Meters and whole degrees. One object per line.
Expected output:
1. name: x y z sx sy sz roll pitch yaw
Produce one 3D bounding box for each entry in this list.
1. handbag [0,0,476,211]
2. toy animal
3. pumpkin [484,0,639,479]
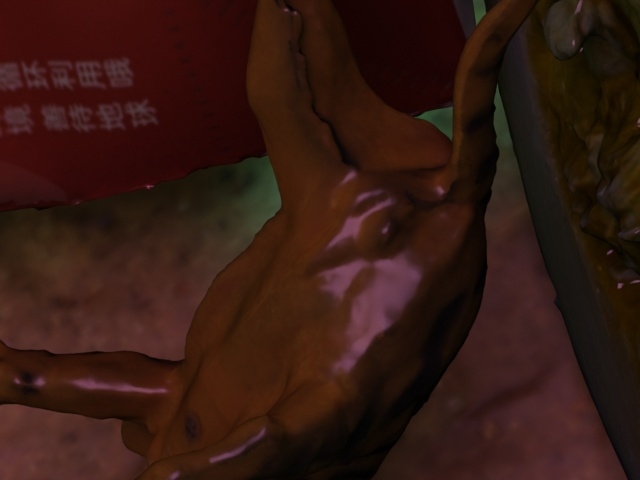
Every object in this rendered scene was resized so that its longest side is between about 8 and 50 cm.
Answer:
1. handbag: -0.119 -0.098 0.509 0.298 0.151 0.171 -15 41 9
2. toy animal: 0.002 0.007 0.429 0.255 0.116 0.114 -54 46 41
3. pumpkin: 0.157 -0.044 0.385 0.197 0.293 0.263 -13 63 -3
